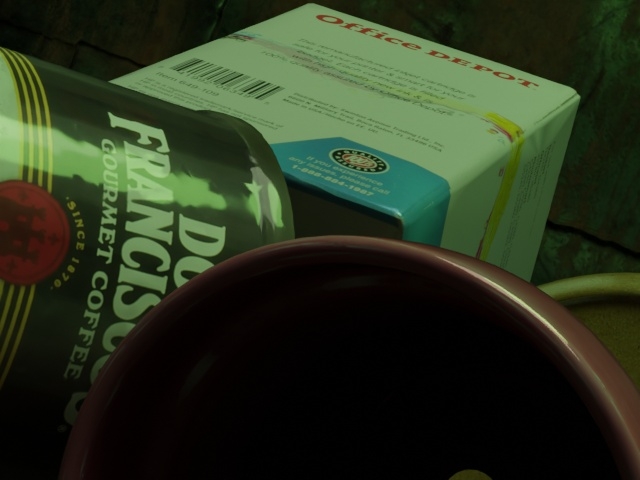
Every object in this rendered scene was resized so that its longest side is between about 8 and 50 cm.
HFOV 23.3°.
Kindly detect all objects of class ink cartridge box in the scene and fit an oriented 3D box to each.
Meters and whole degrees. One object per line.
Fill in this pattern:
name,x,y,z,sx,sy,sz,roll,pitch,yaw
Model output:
ink cartridge box,0.000,0.000,0.912,0.198,0.197,0.270,21,27,21

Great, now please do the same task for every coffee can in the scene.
coffee can,-0.179,0.007,0.648,0.275,0.201,0.201,16,8,-33

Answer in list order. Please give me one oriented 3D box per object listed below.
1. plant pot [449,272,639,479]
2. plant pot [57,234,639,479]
plant pot,0.125,0.108,0.674,0.236,0.236,0.032,24,-23,30
plant pot,0.037,0.102,0.552,0.201,0.201,0.180,23,5,22
